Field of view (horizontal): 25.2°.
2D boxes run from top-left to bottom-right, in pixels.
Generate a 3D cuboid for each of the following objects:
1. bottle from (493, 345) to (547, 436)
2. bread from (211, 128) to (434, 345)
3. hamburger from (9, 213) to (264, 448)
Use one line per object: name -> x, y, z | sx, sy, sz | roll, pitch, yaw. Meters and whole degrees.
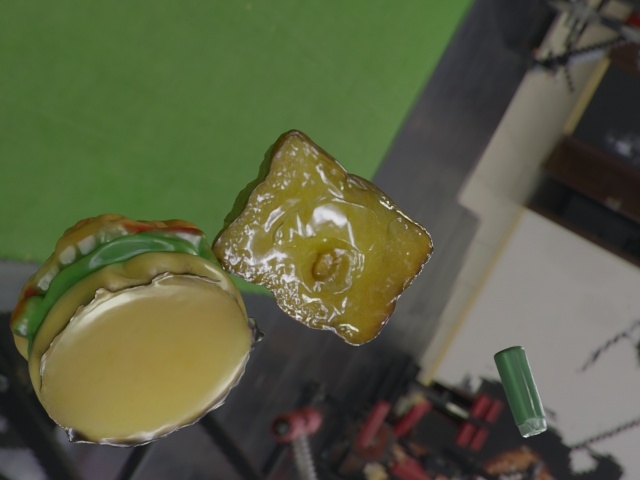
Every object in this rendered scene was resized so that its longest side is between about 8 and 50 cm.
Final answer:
bottle -> 0.190, 0.143, 1.356 | 0.030, 0.083, 0.030 | -15, 163, -5
bread -> 0.000, 0.000, 1.488 | 0.161, 0.233, 0.088 | -51, -153, 5
hamburger -> -0.189, 0.073, 1.372 | 0.237, 0.149, 0.237 | -15, 134, -17
